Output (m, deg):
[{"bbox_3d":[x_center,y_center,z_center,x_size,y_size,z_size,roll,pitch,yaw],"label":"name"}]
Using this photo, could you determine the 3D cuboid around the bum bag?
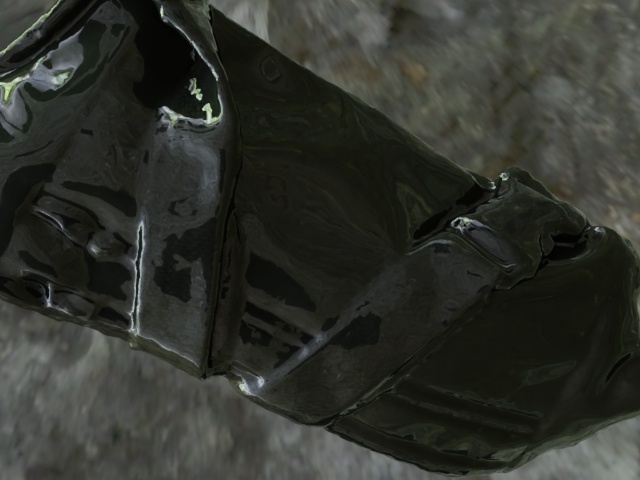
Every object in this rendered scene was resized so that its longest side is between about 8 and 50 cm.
[{"bbox_3d":[0.000,0.000,0.756,0.326,0.080,0.142,24,-81,-20],"label":"bum bag"}]
